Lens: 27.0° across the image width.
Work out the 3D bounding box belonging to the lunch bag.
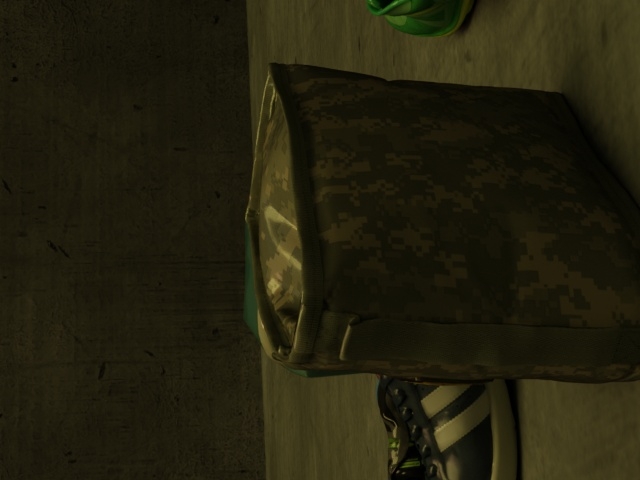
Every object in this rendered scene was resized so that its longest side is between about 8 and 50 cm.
[{"bbox_3d":[0.079,0.008,0.907,0.287,0.235,0.169,-103,20,-60],"label":"lunch bag"}]

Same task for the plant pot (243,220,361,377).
[{"bbox_3d":[0.004,0.081,1.778,0.234,0.165,0.165,-125,34,-62],"label":"plant pot"}]

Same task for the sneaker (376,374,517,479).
[{"bbox_3d":[0.087,0.121,1.175,0.131,0.148,0.350,174,95,-82],"label":"sneaker"}]

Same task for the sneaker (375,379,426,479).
[{"bbox_3d":[0.100,0.215,1.418,0.078,0.067,0.188,-122,27,-71],"label":"sneaker"}]

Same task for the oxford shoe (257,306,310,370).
[{"bbox_3d":[0.000,0.000,1.328,0.449,0.130,0.169,-54,-27,-64],"label":"oxford shoe"}]

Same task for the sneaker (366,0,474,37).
[{"bbox_3d":[0.089,-0.254,1.221,0.295,0.123,0.109,164,105,-83],"label":"sneaker"}]
